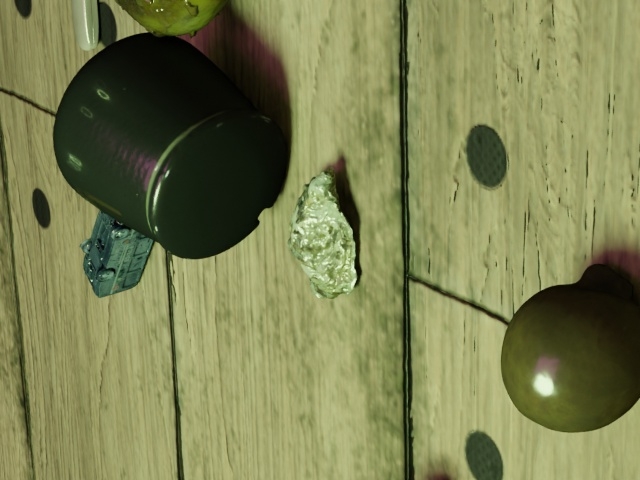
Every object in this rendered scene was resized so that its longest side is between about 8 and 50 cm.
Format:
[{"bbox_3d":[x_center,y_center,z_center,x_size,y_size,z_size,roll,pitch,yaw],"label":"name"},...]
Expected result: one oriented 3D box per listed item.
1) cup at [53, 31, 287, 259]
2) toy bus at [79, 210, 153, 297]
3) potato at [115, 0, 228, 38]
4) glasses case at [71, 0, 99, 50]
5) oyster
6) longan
[{"bbox_3d":[-0.123,-0.067,1.461,0.176,0.169,0.223,35,158,37],"label":"cup"},{"bbox_3d":[-0.201,-0.006,1.673,0.047,0.065,0.166,59,146,24],"label":"toy bus"},{"bbox_3d":[-0.112,-0.285,1.375,0.149,0.113,0.251,52,140,31],"label":"potato"},{"bbox_3d":[-0.242,-0.237,1.683,0.032,0.021,0.083,22,121,49],"label":"glasses case"},{"bbox_3d":[0.001,0.000,1.386,0.098,0.037,0.100,-34,74,57],"label":"oyster"},{"bbox_3d":[0.175,0.071,1.100,0.106,0.106,0.119,0,60,57],"label":"longan"}]
